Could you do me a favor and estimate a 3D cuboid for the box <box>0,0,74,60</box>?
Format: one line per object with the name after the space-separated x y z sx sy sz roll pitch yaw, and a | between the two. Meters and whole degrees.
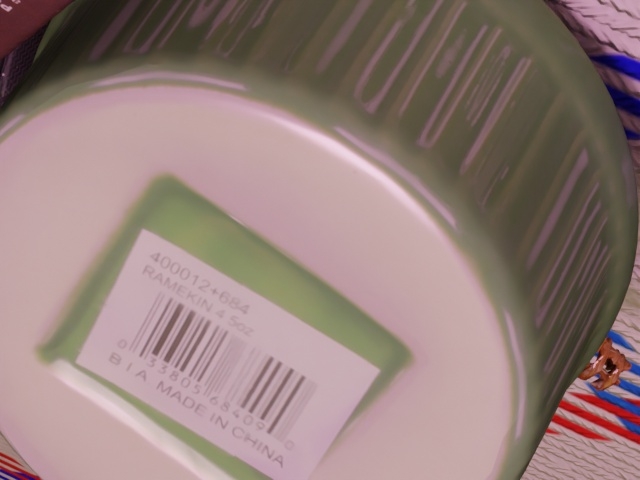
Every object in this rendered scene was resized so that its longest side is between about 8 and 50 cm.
-0.154 -0.176 0.707 0.167 0.168 0.203 33 157 -18 | box

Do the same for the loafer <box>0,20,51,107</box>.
-0.182 -0.061 1.076 0.095 0.109 0.302 25 161 13 | loafer

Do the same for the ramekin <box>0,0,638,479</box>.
-0.020 0.012 0.830 0.303 0.148 0.303 10 125 15 | ramekin

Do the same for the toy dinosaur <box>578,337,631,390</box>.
0.000 0.000 0.970 0.322 0.164 0.218 44 143 13 | toy dinosaur
